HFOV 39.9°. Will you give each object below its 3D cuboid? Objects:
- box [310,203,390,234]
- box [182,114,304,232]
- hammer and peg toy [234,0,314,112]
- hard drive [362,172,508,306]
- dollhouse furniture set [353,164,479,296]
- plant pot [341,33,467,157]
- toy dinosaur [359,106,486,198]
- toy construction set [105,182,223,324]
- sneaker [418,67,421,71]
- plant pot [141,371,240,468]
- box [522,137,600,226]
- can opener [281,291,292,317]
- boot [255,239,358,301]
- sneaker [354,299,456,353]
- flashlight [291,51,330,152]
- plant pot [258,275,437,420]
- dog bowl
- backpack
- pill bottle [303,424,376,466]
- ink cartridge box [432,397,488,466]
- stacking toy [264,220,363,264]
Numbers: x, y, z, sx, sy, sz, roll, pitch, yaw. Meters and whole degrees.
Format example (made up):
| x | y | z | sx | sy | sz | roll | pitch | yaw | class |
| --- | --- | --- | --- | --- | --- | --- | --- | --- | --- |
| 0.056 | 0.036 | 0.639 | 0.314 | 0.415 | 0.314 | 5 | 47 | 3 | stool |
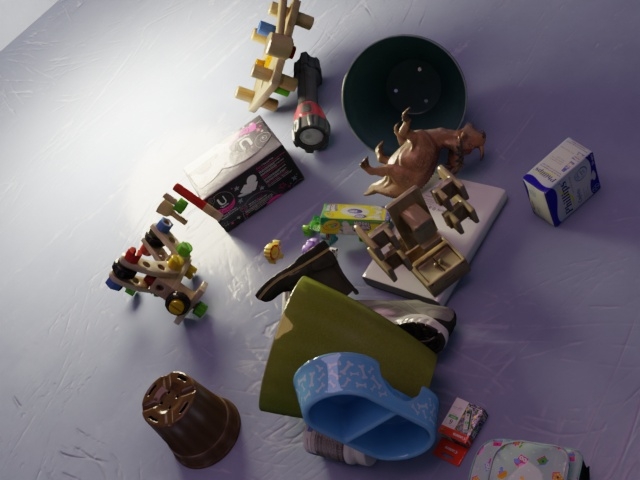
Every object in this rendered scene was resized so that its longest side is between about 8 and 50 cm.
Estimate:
| x | y | z | sx | sy | sz | roll | pitch | yaw | class |
| --- | --- | --- | --- | --- | --- | --- | --- | --- | --- |
| 0.069 | -0.049 | 2.004 | 0.179 | 0.043 | 0.105 | 1 | 21 | 6 | box |
| -0.198 | -0.173 | 2.245 | 0.247 | 0.142 | 0.163 | -34 | 46 | -1 | box |
| -0.106 | -0.505 | 2.322 | 0.361 | 0.127 | 0.265 | 153 | 133 | -69 | hammer and peg toy |
| 0.252 | -0.007 | 1.939 | 0.203 | 0.040 | 0.307 | 17 | 64 | 37 | hard drive |
| 0.191 | -0.025 | 1.790 | 0.212 | 0.242 | 0.161 | -36 | 46 | -3 | dollhouse furniture set |
| 0.212 | -0.355 | 2.114 | 0.290 | 0.290 | 0.195 | -15 | 14 | 17 | plant pot |
| 0.220 | -0.171 | 1.994 | 0.295 | 0.200 | 0.127 | -49 | -1 | 19 | toy dinosaur |
| -0.337 | 0.051 | 2.117 | 0.237 | 0.257 | 0.308 | 34 | 90 | -3 | toy construction set |
| 0.264 | -0.413 | 2.264 | 0.134 | 0.070 | 0.051 | -26 | 28 | -35 | sneaker |
| -0.276 | 0.365 | 1.836 | 0.167 | 0.165 | 0.166 | -14 | 48 | 17 | plant pot |
| 0.504 | -0.120 | 1.837 | 0.137 | 0.126 | 0.072 | -40 | 48 | -6 | box |
| -0.055 | 0.183 | 1.921 | 0.074 | 0.093 | 0.280 | -11 | 52 | 14 | can opener |
| -0.031 | 0.109 | 1.873 | 0.198 | 0.137 | 0.077 | -37 | -1 | 24 | boot |
| 0.158 | 0.168 | 1.826 | 0.272 | 0.100 | 0.108 | 7 | 34 | 36 | sneaker |
| -0.028 | -0.367 | 2.349 | 0.103 | 0.103 | 0.304 | -47 | 30 | 36 | flashlight |
| 0.066 | 0.242 | 1.696 | 0.294 | 0.274 | 0.274 | 17 | 61 | 7 | plant pot |
| 0.085 | 0.299 | 1.541 | 0.166 | 0.297 | 0.074 | -37 | 36 | 31 | dog bowl |
| 0.341 | 0.417 | 1.481 | 0.189 | 0.144 | 0.165 | 0 | 60 | 32 | backpack |
| 0.042 | 0.389 | 1.705 | 0.137 | 0.078 | 0.078 | 7 | 58 | 33 | pill bottle |
| 0.258 | 0.357 | 1.649 | 0.063 | 0.029 | 0.115 | 19 | 64 | 37 | ink cartridge box |
| 0.000 | 0.000 | 2.005 | 0.167 | 0.052 | 0.221 | 8 | 28 | 31 | stacking toy |
